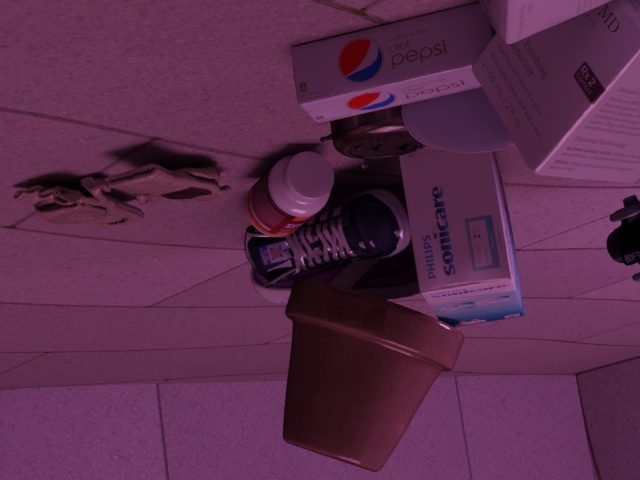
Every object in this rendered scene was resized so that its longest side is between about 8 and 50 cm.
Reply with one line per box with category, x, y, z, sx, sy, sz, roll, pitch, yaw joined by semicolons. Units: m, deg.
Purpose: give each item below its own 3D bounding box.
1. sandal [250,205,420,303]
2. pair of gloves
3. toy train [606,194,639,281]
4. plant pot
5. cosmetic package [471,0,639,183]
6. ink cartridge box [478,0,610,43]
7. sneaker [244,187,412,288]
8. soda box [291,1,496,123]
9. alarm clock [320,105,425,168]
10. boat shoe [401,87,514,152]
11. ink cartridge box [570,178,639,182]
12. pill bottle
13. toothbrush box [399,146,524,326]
sandal;0.070;0.010;2.277;0.416;0.169;0.102;-15;134;21
pair of gloves;-0.252;-0.064;1.952;0.240;0.042;0.204;-13;169;29
toy train;0.572;-0.036;2.183;0.190;0.142;0.334;-18;176;-34
plant pot;0.051;0.202;2.148;0.263;0.229;0.263;18;171;3
cosmetic package;0.277;-0.172;1.453;0.151;0.151;0.183;2;138;-37
ink cartridge box;0.306;-0.319;1.208;0.385;0.091;0.308;-25;166;0
sneaker;0.000;0.000;2.087;0.153;0.099;0.282;-22;-171;-30
soda box;0.083;-0.186;1.580;0.216;0.069;0.074;-12;165;14
alarm clock;0.084;-0.143;1.782;0.129;0.064;0.192;-2;162;-22
boat shoe;0.236;-0.171;1.655;0.306;0.113;0.105;-21;179;-2
ink cartridge box;0.438;-0.122;2.063;0.181;0.061;0.104;0;165;-32
pill bottle;-0.038;-0.063;1.980;0.086;0.086;0.152;-3;166;-21
toothbrush box;0.196;-0.013;2.050;0.126;0.216;0.295;-10;165;10
